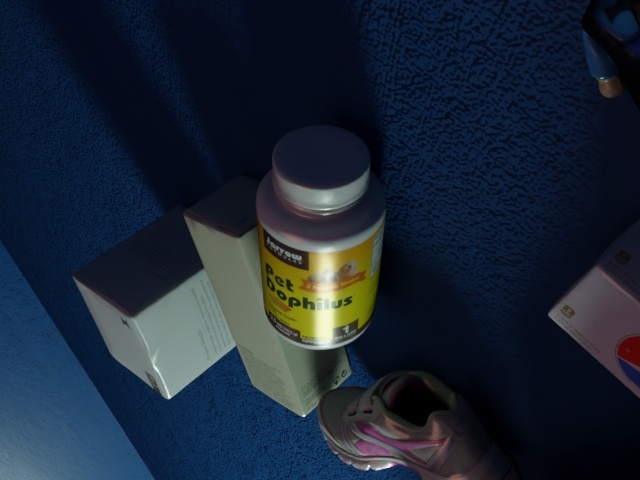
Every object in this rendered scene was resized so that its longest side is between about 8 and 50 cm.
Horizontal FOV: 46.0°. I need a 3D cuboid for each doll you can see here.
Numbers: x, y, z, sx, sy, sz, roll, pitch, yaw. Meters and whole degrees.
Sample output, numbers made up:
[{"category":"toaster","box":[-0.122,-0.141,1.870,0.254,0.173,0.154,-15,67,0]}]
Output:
[{"category":"doll","box":[0.193,-0.095,0.400,0.189,0.046,0.129,57,161,5]}]

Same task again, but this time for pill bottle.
[{"category":"pill bottle","box":[0.000,0.000,0.710,0.117,0.117,0.215,36,147,28]}]

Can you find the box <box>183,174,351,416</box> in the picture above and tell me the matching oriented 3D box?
[{"category":"box","box":[-0.056,0.068,0.891,0.113,0.094,0.275,22,138,42]}]

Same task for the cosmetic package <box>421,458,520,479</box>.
[{"category":"cosmetic package","box":[0.184,0.350,0.827,0.085,0.117,0.231,4,126,55]}]

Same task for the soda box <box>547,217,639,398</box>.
[{"category":"soda box","box":[0.259,0.087,0.480,0.216,0.069,0.074,44,150,15]}]

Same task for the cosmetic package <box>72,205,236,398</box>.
[{"category":"cosmetic package","box":[-0.196,0.077,1.009,0.151,0.184,0.151,25,140,40]}]

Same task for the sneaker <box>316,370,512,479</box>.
[{"category":"sneaker","box":[0.086,0.188,0.823,0.252,0.103,0.111,2,119,47]}]
